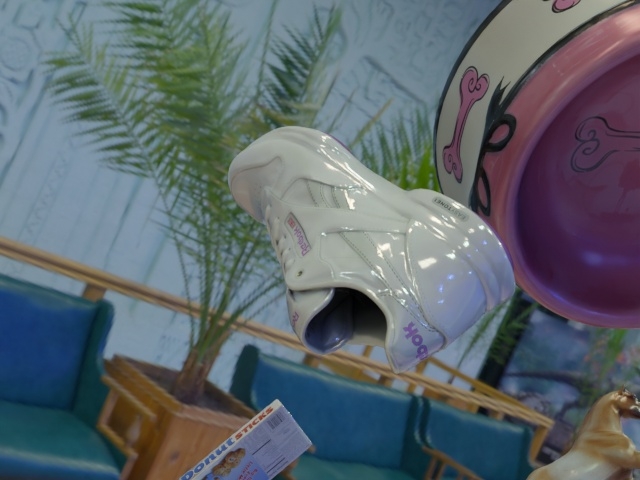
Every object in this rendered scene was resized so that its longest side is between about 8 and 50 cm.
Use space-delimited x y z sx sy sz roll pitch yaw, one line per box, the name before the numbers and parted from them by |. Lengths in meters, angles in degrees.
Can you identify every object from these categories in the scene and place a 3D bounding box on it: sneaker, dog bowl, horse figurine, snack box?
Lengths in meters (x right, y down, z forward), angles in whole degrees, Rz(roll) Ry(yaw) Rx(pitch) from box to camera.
sneaker | 0.000 0.000 0.652 0.305 0.152 0.114 28 -29 43
dog bowl | 0.327 -0.083 0.802 0.408 0.408 0.150 25 28 -20
horse figurine | 0.300 0.290 0.897 0.066 0.263 0.174 49 0 -43
snack box | -0.096 0.251 0.857 0.064 0.178 0.022 56 -11 -23
